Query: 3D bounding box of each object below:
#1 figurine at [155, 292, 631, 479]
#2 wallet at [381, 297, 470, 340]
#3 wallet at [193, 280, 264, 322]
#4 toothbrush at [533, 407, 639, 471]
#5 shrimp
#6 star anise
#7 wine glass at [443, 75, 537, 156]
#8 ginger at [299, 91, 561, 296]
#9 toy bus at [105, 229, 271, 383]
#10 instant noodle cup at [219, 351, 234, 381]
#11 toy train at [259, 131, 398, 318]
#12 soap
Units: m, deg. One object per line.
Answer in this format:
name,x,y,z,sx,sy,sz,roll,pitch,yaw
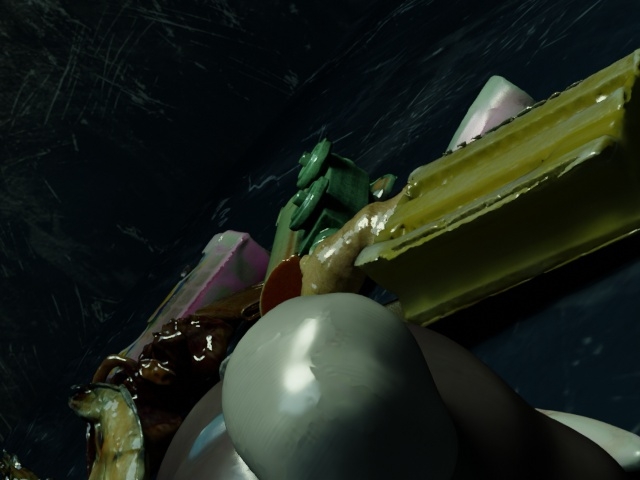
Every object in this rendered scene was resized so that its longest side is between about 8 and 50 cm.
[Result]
figurine,-0.028,0.186,0.490,0.365,0.206,0.218,-46,-3,20
wallet,0.045,0.090,0.981,0.110,0.031,0.198,-55,13,-29
wallet,-0.087,0.072,1.456,0.095,0.026,0.176,-25,5,-23
toothbrush,0.107,0.103,0.708,0.025,0.029,0.307,-43,10,-13
shrimp,-0.271,0.253,1.296,0.365,0.071,0.233,14,83,59
star anise,-0.192,0.170,1.371,0.190,0.126,0.220,-42,9,28
wine glass,0.136,-0.067,1.081,0.155,0.073,0.073,-52,12,-6
ginger,0.095,-0.022,1.007,0.288,0.075,0.089,-33,52,9
toy bus,-0.165,0.103,1.584,0.112,0.090,0.274,-18,31,56
instant noodle cup,-0.037,0.164,0.857,0.127,0.127,0.136,-35,25,48
toy train,0.000,0.000,1.301,0.177,0.116,0.285,-57,9,18
soap,0.142,-0.030,0.841,0.233,0.076,0.135,-26,21,43
